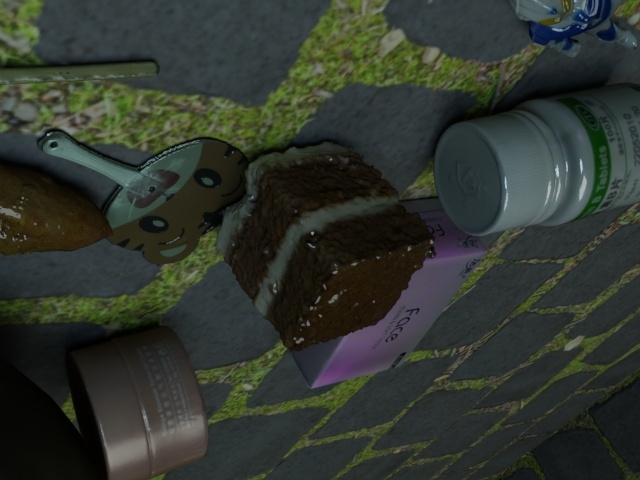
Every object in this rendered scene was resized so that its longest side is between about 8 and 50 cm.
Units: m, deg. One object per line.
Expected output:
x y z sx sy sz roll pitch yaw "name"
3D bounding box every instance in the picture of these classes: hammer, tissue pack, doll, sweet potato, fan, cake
-0.200 -0.100 0.507 0.195 0.028 0.060 -10 150 -32 "hammer"
0.066 0.067 0.916 0.149 0.092 0.246 -8 144 -31 "tissue pack"
0.236 -0.210 0.688 0.227 0.057 0.114 -8 147 -36 "doll"
-0.234 -0.027 0.555 0.206 0.060 0.068 29 85 -45 "sweet potato"
-0.144 -0.046 0.650 0.152 0.008 0.227 -39 150 14 "fan"
0.000 0.000 0.698 0.135 0.147 0.135 -11 144 -36 "cake"

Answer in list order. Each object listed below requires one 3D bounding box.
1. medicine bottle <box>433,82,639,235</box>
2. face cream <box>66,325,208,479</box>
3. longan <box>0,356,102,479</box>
0.246 -0.084 0.800 0.237 0.139 0.139 -14 146 -27 "medicine bottle"
-0.191 0.172 0.794 0.104 0.149 0.149 -14 146 -27 "face cream"
-0.348 0.280 0.579 0.404 0.404 0.436 -10 142 -30 "longan"
